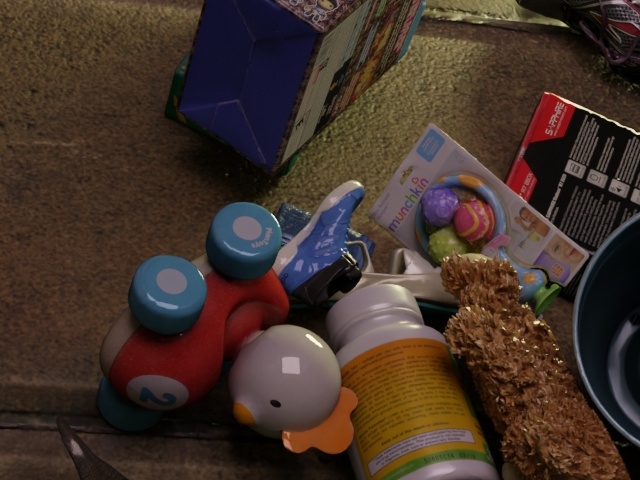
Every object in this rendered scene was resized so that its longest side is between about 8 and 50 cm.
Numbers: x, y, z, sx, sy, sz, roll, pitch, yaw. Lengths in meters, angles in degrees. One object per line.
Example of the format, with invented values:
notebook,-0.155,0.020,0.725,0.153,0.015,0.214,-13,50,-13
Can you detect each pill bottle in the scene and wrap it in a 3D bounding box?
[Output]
pill bottle,0.084,0.171,1.808,0.136,0.136,0.245,-4,53,-20

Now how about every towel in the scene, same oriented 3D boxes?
towel,0.000,0.000,1.998,0.119,0.029,0.067,22,47,2

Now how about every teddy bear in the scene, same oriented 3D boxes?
teddy bear,0.202,0.152,1.792,0.113,0.245,0.338,-27,60,4

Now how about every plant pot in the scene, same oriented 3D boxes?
plant pot,0.393,0.115,1.835,0.272,0.255,0.271,-1,77,6

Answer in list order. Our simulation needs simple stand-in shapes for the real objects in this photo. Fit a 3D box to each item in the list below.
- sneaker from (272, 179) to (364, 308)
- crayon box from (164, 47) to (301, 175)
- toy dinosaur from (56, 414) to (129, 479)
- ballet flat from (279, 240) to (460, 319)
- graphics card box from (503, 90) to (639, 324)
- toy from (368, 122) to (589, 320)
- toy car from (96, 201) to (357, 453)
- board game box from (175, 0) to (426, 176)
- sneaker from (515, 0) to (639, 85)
sneaker,0.019,0.009,1.870,0.084,0.058,0.152,35,61,14
crayon box,-0.048,-0.220,2.132,0.165,0.081,0.278,27,48,6
toy dinosaur,-0.180,0.307,1.648,0.160,0.121,0.313,-3,46,-35
ballet flat,0.063,0.042,1.938,0.248,0.086,0.086,4,50,-15
graphics card box,0.390,-0.007,2.083,0.371,0.094,0.233,23,48,4
toy,0.166,-0.005,1.978,0.237,0.137,0.056,40,23,14
toy car,-0.072,0.131,1.739,0.238,0.219,0.210,42,52,16
board game box,-0.002,-0.255,1.966,0.141,0.232,0.291,35,49,12
sneaker,0.386,-0.274,2.299,0.299,0.121,0.112,25,78,14
